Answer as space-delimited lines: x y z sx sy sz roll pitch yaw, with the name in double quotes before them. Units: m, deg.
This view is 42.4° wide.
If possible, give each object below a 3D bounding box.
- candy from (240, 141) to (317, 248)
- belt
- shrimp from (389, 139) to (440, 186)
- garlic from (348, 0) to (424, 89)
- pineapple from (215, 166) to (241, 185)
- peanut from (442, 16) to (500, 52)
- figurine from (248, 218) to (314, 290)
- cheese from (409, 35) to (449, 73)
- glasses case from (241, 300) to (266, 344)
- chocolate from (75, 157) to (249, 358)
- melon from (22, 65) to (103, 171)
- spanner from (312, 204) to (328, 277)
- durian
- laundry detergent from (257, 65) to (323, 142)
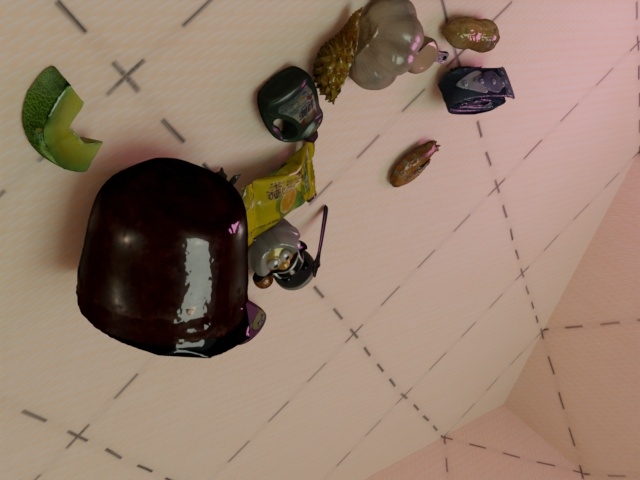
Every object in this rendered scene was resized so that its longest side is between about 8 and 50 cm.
"candy" -0.091 -0.113 1.956 0.297 0.081 0.187 -45 147 -42
"belt" 0.411 -0.420 2.249 0.218 0.128 0.122 -10 168 -41
"shrimp" 0.270 -0.220 2.359 0.187 0.051 0.132 -38 165 -7
"garlic" 0.168 -0.451 1.915 0.178 0.143 0.229 -4 118 -46
"pineapple" -0.236 -0.040 1.885 0.128 0.128 0.247 -20 133 -36
"peanut" 0.400 -0.538 2.146 0.214 0.099 0.099 -1 125 -42
"figurine" -0.115 0.041 2.095 0.176 0.133 0.236 -38 151 -1
"cheese" 0.270 -0.475 2.088 0.171 0.047 0.092 -24 142 -32
"glasses case" -0.246 0.192 2.143 0.123 0.076 0.316 -49 147 1
"chocolate" -0.296 0.004 1.674 0.384 0.384 0.331 -5 119 -47
"melon" -0.470 -0.203 1.501 0.118 0.064 0.209 -44 149 -16
"spanner" 0.000 0.000 2.178 0.046 0.012 0.208 66 31 -63
"durian" 0.035 -0.420 1.841 0.140 0.079 0.224 -97 -155 -76
"laundry detergent" -0.060 -0.285 1.878 0.144 0.078 0.221 -40 148 -10
